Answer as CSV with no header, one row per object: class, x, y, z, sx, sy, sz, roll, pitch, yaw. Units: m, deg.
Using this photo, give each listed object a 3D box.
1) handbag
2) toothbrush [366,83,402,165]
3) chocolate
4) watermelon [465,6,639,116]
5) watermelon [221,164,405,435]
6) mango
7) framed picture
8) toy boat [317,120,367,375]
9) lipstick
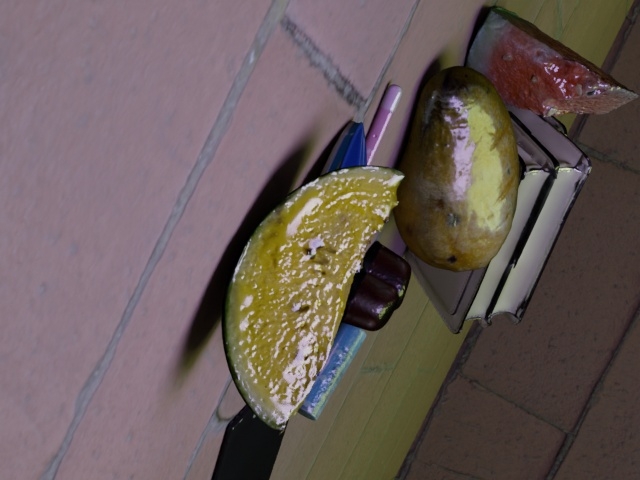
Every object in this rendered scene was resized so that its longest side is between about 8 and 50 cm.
handbag,0.277,-0.051,1.884,0.160,0.236,0.358,-9,134,-30
toothbrush,0.041,-0.065,1.444,0.025,0.020,0.286,-46,160,-72
chocolate,0.085,0.091,1.755,0.148,0.080,0.125,-56,164,-33
watermelon,0.347,-0.249,1.721,0.193,0.257,0.139,-23,138,-58
watermelon,-0.025,0.044,1.179,0.123,0.129,0.301,60,53,-76
mango,0.196,-0.104,1.649,0.176,0.176,0.329,-47,141,-56
framed picture,-0.102,0.317,1.638,0.244,0.013,0.323,-44,156,-53
toy boat,0.000,0.000,1.308,0.129,0.088,0.295,49,58,-74
lipstick,0.013,0.201,1.762,0.158,0.048,0.048,-58,165,-18
